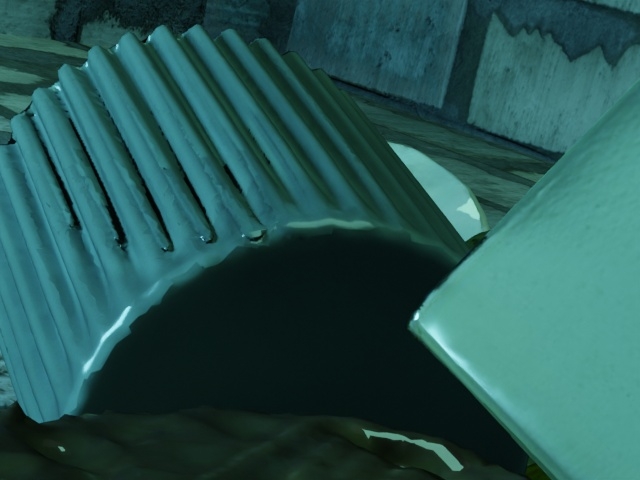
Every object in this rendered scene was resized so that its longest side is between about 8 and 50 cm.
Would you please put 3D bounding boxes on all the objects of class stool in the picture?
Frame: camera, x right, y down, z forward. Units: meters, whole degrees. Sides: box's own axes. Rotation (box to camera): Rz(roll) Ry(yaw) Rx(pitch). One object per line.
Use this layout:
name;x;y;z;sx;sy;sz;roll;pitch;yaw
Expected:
stool;-0.051;0.049;0.818;0.297;0.297;0.330;9;18;-19

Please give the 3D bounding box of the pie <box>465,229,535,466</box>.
pie;0.144;0.095;0.923;0.240;0.240;0.054;23;-4;33

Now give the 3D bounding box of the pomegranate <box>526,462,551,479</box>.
pomegranate;0.155;0.175;0.765;0.163;0.125;0.138;-27;-4;0

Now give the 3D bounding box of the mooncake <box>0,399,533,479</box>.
mooncake;-0.015;0.182;0.488;0.324;0.187;0.324;12;11;-2

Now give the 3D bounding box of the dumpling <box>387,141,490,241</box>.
dumpling;0.000;0.000;1.183;0.318;0.243;0.187;35;-8;31

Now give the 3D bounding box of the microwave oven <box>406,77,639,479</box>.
microwave oven;0.279;0.113;0.498;0.333;0.247;0.394;47;2;43
